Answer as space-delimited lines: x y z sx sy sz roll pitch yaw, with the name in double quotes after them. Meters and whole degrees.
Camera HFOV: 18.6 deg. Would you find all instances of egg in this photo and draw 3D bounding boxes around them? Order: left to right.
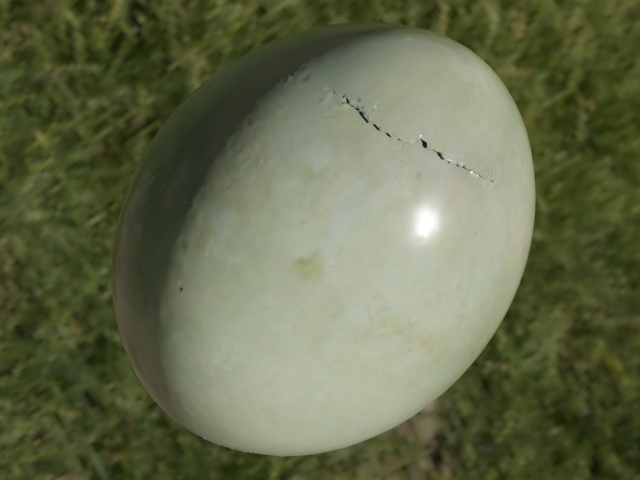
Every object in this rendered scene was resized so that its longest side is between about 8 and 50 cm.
0.000 0.000 0.936 0.186 0.253 0.186 25 38 -21 "egg"
